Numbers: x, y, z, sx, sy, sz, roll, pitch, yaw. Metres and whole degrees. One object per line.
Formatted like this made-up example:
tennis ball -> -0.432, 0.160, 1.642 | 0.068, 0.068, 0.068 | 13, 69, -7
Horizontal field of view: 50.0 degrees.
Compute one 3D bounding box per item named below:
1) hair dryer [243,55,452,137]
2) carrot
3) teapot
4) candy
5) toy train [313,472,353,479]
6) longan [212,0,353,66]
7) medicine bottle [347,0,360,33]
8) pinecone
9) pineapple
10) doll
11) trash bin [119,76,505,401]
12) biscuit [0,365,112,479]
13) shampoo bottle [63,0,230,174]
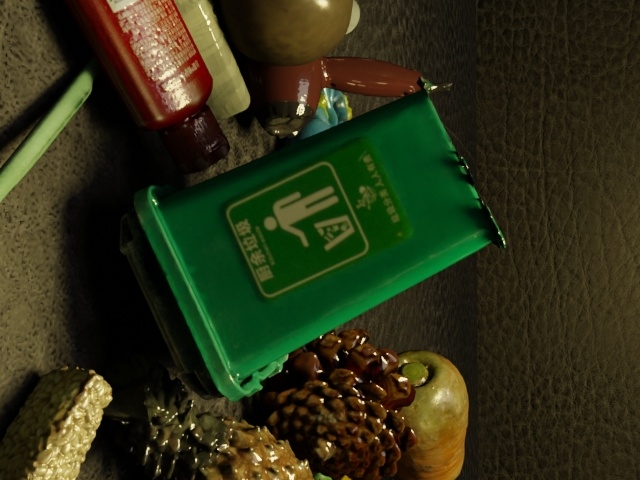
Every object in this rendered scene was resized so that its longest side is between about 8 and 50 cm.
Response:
hair dryer -> 0.050, -0.306, 1.103 | 0.123, 0.341, 0.312 | 121, -28, -68
carrot -> 0.236, 0.418, 1.602 | 0.224, 0.224, 0.340 | -63, 148, -46
teapot -> -0.161, -0.267, 0.900 | 0.107, 0.077, 0.200 | -101, 172, -49
candy -> -0.280, -0.062, 0.618 | 0.439, 0.119, 0.119 | -77, 154, -44
toy train -> -0.037, 0.461, 0.966 | 0.296, 0.161, 0.100 | -48, 150, -28
longan -> -0.051, -0.326, 0.914 | 0.212, 0.198, 0.198 | -167, -105, -79
medicine bottle -> 0.017, -0.445, 1.301 | 0.130, 0.080, 0.080 | 2, 87, -66
pinecone -> 0.030, 0.256, 1.123 | 0.264, 0.264, 0.264 | -1, 90, -66
pineapple -> -0.133, 0.278, 0.837 | 0.362, 0.202, 0.202 | 61, 34, -24
doll -> 0.005, -0.167, 1.265 | 0.341, 0.099, 0.346 | -36, 115, -73
trash bin -> 0.000, 0.000, 0.820 | 0.259, 0.381, 0.295 | 66, 9, 3
biscuit -> -0.260, 0.199, 0.649 | 0.070, 0.082, 0.168 | 66, 32, -46
shampoo bottle -> -0.198, -0.223, 0.753 | 0.118, 0.076, 0.314 | -54, 129, -42
